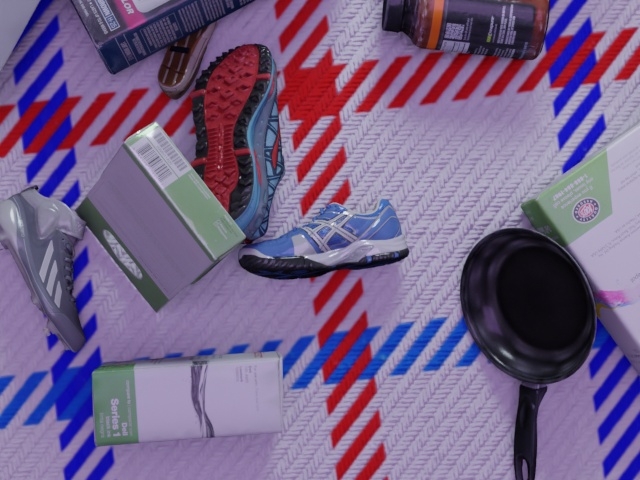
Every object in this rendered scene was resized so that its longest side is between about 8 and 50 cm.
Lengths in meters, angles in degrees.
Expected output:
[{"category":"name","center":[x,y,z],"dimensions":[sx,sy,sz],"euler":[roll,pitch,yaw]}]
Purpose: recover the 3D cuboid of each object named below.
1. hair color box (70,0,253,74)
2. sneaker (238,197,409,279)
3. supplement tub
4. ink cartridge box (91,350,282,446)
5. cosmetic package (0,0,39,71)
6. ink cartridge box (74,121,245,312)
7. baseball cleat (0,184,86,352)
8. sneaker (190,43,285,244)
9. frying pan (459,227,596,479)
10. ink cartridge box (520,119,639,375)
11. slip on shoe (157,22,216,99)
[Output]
[{"category":"hair color box","center":[-0.146,-0.365,1.844],"dimensions":[0.347,0.105,0.174],"euler":[-28,77,-4]},{"category":"sneaker","center":[0.000,0.000,1.873],"dimensions":[0.211,0.080,0.081],"euler":[-8,82,-13]},{"category":"supplement tub","center":[0.177,-0.283,1.873],"dimensions":[0.198,0.106,0.106],"euler":[6,87,-3]},{"category":"ink cartridge box","center":[-0.154,0.186,1.809],"dimensions":[0.219,0.160,0.092],"euler":[-3,89,-3]},{"category":"cosmetic package","center":[-0.441,-0.368,1.794],"dimensions":[0.284,0.097,0.377],"euler":[27,87,24]},{"category":"ink cartridge box","center":[-0.194,-0.021,1.798],"dimensions":[0.056,0.235,0.171],"euler":[-38,90,-27]},{"category":"baseball cleat","center":[-0.318,0.030,1.852],"dimensions":[0.109,0.072,0.206],"euler":[-30,92,-7]},{"category":"sneaker","center":[-0.097,-0.115,1.861],"dimensions":[0.104,0.125,0.262],"euler":[-2,63,20]},{"category":"frying pan","center":[0.277,0.138,1.845],"dimensions":[0.053,0.197,0.326],"euler":[-21,92,-45]},{"category":"ink cartridge box","center":[0.434,0.040,1.866],"dimensions":[0.207,0.119,0.353],"euler":[-35,89,-5]},{"category":"slip on shoe","center":[-0.163,-0.237,1.887],"dimensions":[0.051,0.041,0.135],"euler":[11,68,14]}]
